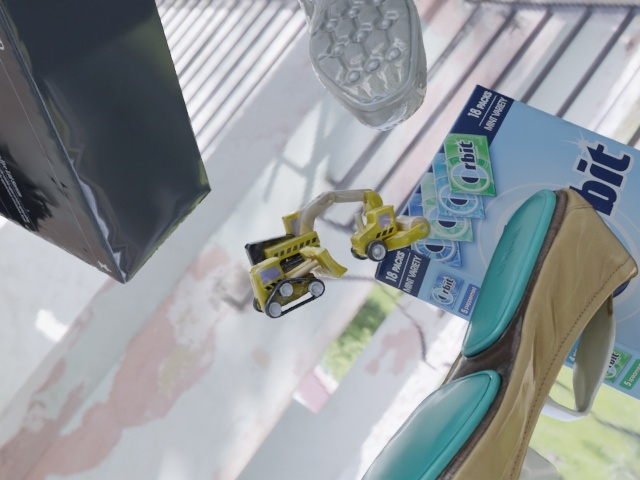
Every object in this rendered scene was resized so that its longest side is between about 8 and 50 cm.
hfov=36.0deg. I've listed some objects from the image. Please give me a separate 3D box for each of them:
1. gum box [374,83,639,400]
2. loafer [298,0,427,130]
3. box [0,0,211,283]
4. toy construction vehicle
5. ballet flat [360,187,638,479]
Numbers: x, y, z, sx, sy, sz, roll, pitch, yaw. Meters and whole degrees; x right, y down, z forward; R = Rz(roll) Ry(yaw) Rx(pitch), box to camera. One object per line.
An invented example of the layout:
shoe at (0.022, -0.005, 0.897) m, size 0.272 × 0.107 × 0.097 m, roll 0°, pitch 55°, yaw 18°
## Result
gum box at (0.147, -0.003, 0.580) m, size 0.184 × 0.157 × 0.041 m, roll 24°, pitch 140°, yaw 11°
loafer at (0.043, -0.197, 0.948) m, size 0.111 × 0.112 × 0.319 m, roll 56°, pitch -167°, yaw -39°
box at (-0.187, -0.116, 0.593) m, size 0.184 × 0.103 × 0.261 m, roll 27°, pitch 150°, yaw 26°
toy construction vehicle at (0.000, 0.000, 0.508) m, size 0.035 × 0.098 × 0.086 m, roll 67°, pitch 166°, yaw -11°
ballet flat at (0.087, 0.073, 0.441) m, size 0.073 × 0.232 × 0.080 m, roll 39°, pitch 151°, yaw -8°
